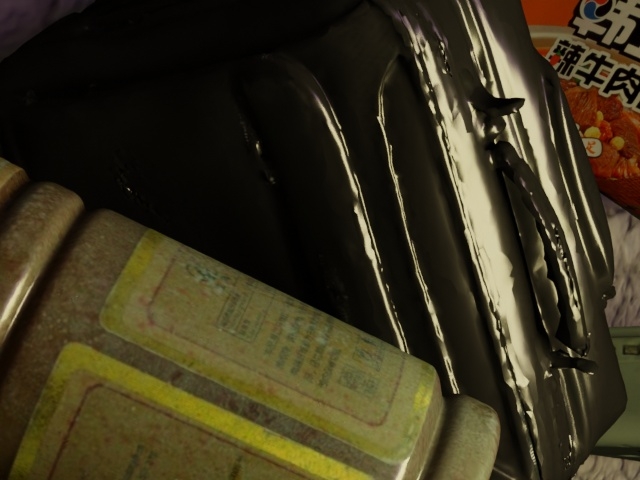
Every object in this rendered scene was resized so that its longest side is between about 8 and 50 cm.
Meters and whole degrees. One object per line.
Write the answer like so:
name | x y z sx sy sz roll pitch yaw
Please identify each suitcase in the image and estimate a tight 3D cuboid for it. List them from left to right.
suitcase | 0.000 0.000 1.056 0.188 0.339 0.345 -37 115 -50

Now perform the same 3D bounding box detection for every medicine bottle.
medicine bottle | -0.084 0.078 0.892 0.322 0.151 0.151 26 60 -1

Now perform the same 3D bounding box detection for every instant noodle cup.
instant noodle cup | 0.289 -0.128 1.501 0.192 0.250 0.250 37 60 -52

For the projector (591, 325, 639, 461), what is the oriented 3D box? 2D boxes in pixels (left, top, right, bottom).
projector | 0.307 0.137 1.524 0.250 0.198 0.108 13 78 -48
